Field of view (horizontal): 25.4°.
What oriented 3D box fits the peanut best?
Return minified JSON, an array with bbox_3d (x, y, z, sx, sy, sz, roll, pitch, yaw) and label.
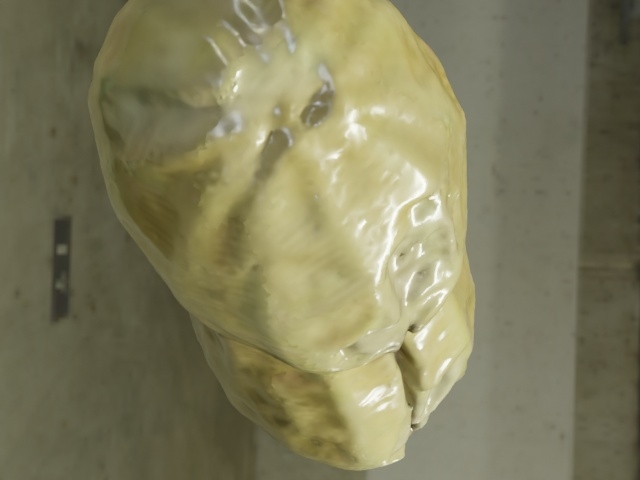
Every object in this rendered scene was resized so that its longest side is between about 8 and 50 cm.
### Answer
[{"bbox_3d":[0.000,0.000,0.545,0.290,0.130,0.130,70,21,-62],"label":"peanut"}]
